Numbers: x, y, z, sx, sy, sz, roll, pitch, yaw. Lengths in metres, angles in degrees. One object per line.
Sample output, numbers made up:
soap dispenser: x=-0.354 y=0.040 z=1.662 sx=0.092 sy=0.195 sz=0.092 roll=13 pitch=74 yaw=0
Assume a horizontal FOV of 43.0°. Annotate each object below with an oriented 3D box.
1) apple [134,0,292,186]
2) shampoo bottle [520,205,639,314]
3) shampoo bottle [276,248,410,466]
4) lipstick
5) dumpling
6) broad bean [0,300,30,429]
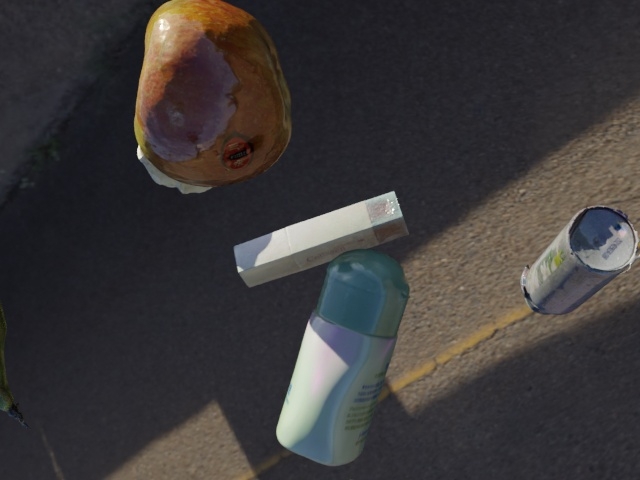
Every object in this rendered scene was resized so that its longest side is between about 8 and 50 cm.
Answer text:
apple: x=-0.162 y=-0.229 z=1.289 sx=0.309 sy=0.250 sz=0.277 roll=124 pitch=152 yaw=-70
shampoo bottle: x=0.250 y=0.030 z=0.817 sx=0.072 sy=0.072 sz=0.214 roll=60 pitch=172 yaw=16
shampoo bottle: x=0.044 y=0.184 z=1.359 sx=0.151 sy=0.222 sz=0.350 roll=20 pitch=99 yaw=18
lipstick: x=0.000 y=0.000 z=1.760 sx=0.371 sy=0.076 sz=0.080 roll=-19 pitch=55 yaw=6
dumpling: x=-0.315 y=-0.182 z=1.827 sx=0.132 sy=0.250 sz=0.162 roll=-36 pitch=82 yaw=27
broad bean: x=-0.653 y=0.225 z=1.621 sx=0.067 sy=0.075 sz=0.325 roll=-168 pitch=66 yaw=-69
